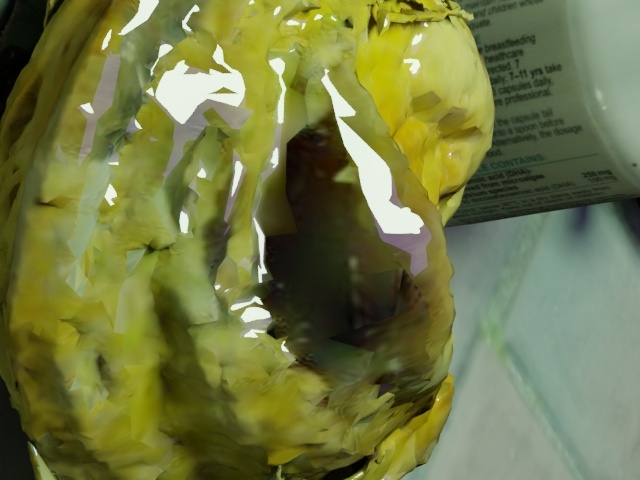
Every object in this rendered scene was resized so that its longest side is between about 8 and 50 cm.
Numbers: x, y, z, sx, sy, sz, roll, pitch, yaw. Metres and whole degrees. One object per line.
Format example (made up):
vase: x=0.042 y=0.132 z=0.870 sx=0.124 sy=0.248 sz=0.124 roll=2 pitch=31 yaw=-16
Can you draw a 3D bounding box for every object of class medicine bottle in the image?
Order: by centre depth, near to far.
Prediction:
medicine bottle: x=0.120 y=-0.084 z=0.758 sx=0.135 sy=0.215 sz=0.135 roll=18 pitch=68 yaw=-52

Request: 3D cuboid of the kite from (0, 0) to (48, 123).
kite: x=-0.102 y=-0.048 z=0.537 sx=0.250 sy=0.012 sz=0.229 roll=41 pitch=65 yaw=-71

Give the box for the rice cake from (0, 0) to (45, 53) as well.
rice cake: x=-0.088 y=-0.150 z=0.612 sx=0.336 sy=0.063 sz=0.066 roll=-60 pitch=147 yaw=-45

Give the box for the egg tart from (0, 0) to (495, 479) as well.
egg tart: x=0.000 y=0.000 z=0.610 sx=0.297 sy=0.132 sz=0.297 roll=11 pitch=90 yaw=-68

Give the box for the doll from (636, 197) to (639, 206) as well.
doll: x=0.211 y=-0.090 z=0.973 sx=0.257 sy=0.117 sz=0.182 roll=9 pitch=73 yaw=-54
